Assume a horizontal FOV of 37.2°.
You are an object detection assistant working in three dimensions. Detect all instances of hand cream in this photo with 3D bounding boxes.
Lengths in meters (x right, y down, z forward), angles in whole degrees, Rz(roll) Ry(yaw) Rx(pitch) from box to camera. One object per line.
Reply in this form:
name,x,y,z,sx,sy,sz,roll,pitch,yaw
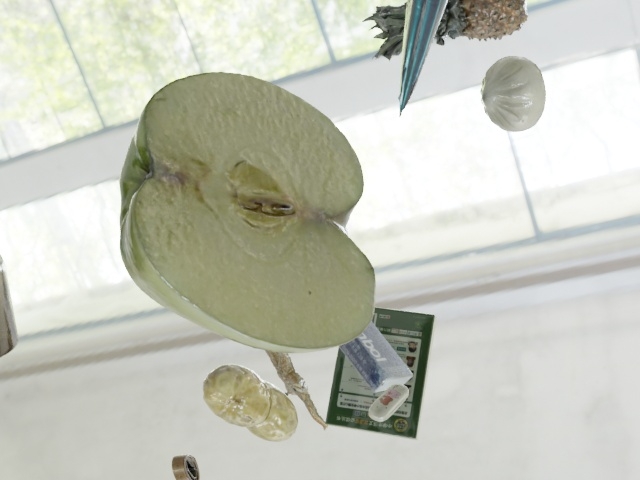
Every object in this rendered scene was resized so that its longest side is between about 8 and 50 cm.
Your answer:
hand cream,0.115,-0.265,0.961,0.061,0.271,0.120,10,-143,0

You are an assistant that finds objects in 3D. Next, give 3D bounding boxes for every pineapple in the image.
pineapple,0.254,-0.480,2.011,0.364,0.166,0.165,-14,-163,-12

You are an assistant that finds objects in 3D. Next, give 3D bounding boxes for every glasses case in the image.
glasses case,0.107,0.253,1.487,0.032,0.021,0.083,22,-138,31

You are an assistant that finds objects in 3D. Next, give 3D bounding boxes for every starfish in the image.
starfish,-0.075,0.281,2.096,0.048,0.231,0.295,-31,-115,-12

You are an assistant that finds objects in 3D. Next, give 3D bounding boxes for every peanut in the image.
peanut,-0.116,0.274,1.605,0.098,0.229,0.103,-23,-122,18

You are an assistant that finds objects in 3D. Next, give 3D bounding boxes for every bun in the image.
bun,0.330,-0.259,1.703,0.094,0.138,0.138,-13,-166,-27

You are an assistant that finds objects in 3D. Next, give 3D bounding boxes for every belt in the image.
belt,-0.282,0.479,1.986,0.036,0.083,0.059,-10,-140,14

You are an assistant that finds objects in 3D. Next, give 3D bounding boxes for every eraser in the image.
eraser,0.079,0.193,1.805,0.091,0.212,0.046,3,131,-52

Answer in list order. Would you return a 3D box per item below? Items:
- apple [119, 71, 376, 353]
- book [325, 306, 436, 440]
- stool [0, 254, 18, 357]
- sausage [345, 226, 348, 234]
apple,-0.095,-0.039,1.226,0.360,0.312,0.320,14,-166,-34
book,0.128,0.275,2.017,0.201,0.264,0.027,6,167,17
stool,-0.525,0.033,1.306,0.179,0.264,0.179,-5,-165,1
sausage,-0.001,-0.002,2.212,0.133,0.133,0.258,-13,-145,19
